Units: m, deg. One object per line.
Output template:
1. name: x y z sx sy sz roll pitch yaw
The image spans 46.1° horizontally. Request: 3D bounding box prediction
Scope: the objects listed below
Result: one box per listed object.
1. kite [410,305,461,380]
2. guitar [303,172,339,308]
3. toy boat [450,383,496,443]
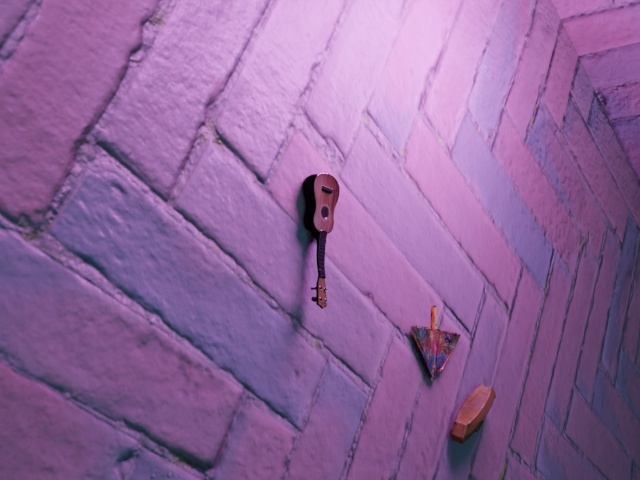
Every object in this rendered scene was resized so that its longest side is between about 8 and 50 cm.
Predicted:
1. kite: 0.282 0.250 1.835 0.241 0.014 0.183 8 79 -49
2. guitar: -0.002 0.001 1.493 0.083 0.038 0.271 13 75 -48
3. toy boat: 0.394 0.444 1.921 0.206 0.064 0.072 -35 129 -45
